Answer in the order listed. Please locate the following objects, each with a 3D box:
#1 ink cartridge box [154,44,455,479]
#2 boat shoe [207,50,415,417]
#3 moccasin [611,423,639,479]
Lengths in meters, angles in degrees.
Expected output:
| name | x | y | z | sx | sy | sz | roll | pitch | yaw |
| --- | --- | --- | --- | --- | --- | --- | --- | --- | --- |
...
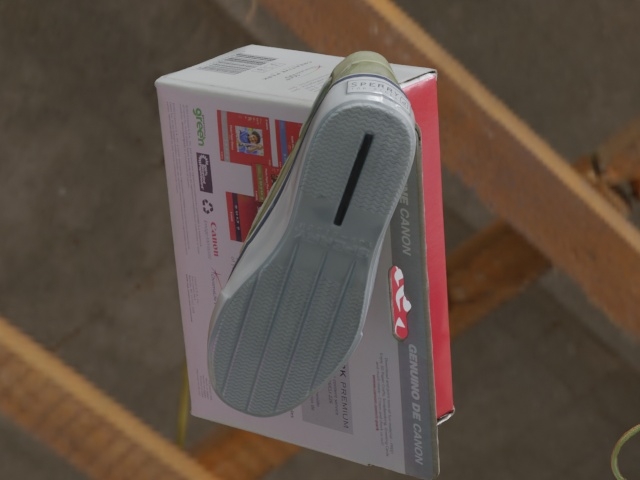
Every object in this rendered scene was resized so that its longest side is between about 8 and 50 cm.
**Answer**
| name | x | y | z | sx | sy | sz | roll | pitch | yaw |
| --- | --- | --- | --- | --- | --- | --- | --- | --- | --- |
| ink cartridge box | 0.016 | 0.014 | 1.555 | 0.271 | 0.130 | 0.309 | 13 | -64 | 38 |
| boat shoe | 0.000 | 0.000 | 1.395 | 0.109 | 0.094 | 0.302 | 22 | -59 | -7 |
| moccasin | 0.329 | 0.186 | 1.538 | 0.147 | 0.380 | 0.139 | 28 | -58 | -8 |
